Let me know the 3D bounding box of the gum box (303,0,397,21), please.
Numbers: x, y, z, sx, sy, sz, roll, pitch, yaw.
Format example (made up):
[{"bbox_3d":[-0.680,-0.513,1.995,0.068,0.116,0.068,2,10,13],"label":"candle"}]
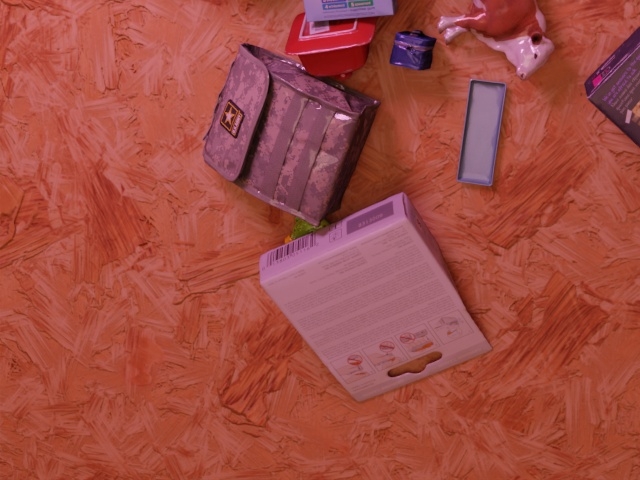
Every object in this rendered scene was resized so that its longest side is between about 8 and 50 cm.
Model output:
[{"bbox_3d":[0.040,-0.469,1.760,0.157,0.041,0.184,-1,120,15],"label":"gum box"}]

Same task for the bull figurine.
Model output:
[{"bbox_3d":[0.289,-0.423,1.785,0.188,0.101,0.310,-9,105,16],"label":"bull figurine"}]

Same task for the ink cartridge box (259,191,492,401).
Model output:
[{"bbox_3d":[0.111,0.119,1.983,0.308,0.091,0.385,-24,126,18],"label":"ink cartridge box"}]

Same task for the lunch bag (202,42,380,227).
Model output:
[{"bbox_3d":[-0.071,-0.199,1.898,0.287,0.169,0.235,27,113,11],"label":"lunch bag"}]

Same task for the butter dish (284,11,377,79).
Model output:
[{"bbox_3d":[0.029,-0.341,1.857,0.159,0.160,0.118,-5,129,13],"label":"butter dish"}]

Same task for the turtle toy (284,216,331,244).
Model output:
[{"bbox_3d":[0.000,0.000,1.991,0.130,0.066,0.095,45,112,-4],"label":"turtle toy"}]

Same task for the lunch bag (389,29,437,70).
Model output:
[{"bbox_3d":[0.164,-0.340,1.838,0.067,0.098,0.065,14,106,13],"label":"lunch bag"}]

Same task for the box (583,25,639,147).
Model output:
[{"bbox_3d":[0.589,-0.212,1.750,0.270,0.165,0.143,43,110,-2],"label":"box"}]

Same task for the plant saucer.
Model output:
[{"bbox_3d":[0.293,-0.197,1.896,0.067,0.018,0.192,9,107,9],"label":"plant saucer"}]
